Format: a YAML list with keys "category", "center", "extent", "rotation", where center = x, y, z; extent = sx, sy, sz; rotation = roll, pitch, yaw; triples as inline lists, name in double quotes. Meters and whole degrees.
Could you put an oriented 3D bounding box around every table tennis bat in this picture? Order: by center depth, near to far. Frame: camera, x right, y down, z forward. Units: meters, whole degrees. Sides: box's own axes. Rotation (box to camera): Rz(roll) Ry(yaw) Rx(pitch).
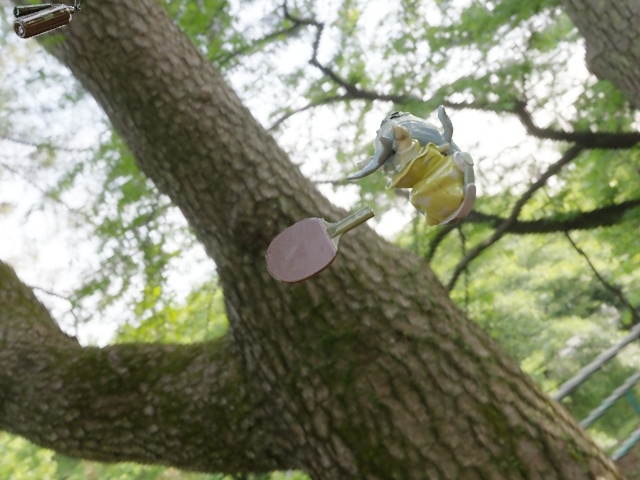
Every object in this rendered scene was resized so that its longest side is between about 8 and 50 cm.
- category: "table tennis bat"
  center: [0.000, 0.000, 1.242]
  extent: [0.156, 0.087, 0.013]
  rotation: [-31, -37, 3]

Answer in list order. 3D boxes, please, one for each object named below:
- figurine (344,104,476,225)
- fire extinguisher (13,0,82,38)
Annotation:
- category: "figurine"
  center: [0.140, -0.106, 1.368]
  extent: [0.208, 0.184, 0.128]
  rotation: [-4, -32, -38]
- category: "fire extinguisher"
  center: [-0.324, -0.265, 1.121]
  extent: [0.046, 0.032, 0.100]
  rotation: [12, 32, 29]
